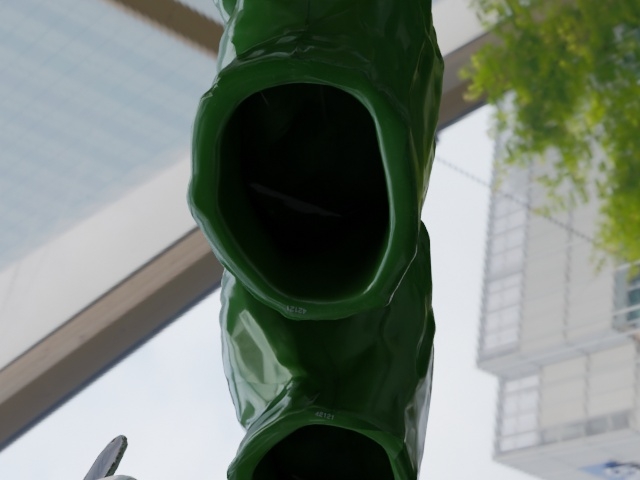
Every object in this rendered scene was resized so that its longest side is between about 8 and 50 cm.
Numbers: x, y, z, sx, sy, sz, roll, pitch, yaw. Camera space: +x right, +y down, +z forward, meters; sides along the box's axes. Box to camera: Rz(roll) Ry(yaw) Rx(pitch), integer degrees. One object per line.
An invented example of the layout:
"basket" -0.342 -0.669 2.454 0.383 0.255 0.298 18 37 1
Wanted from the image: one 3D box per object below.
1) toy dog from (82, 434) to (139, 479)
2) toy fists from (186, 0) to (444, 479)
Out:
"toy dog" -0.101 0.184 0.659 0.161 0.334 0.220 -20 -69 -26
"toy fists" 0.000 0.000 0.502 0.142 0.096 0.279 -74 -15 -50
